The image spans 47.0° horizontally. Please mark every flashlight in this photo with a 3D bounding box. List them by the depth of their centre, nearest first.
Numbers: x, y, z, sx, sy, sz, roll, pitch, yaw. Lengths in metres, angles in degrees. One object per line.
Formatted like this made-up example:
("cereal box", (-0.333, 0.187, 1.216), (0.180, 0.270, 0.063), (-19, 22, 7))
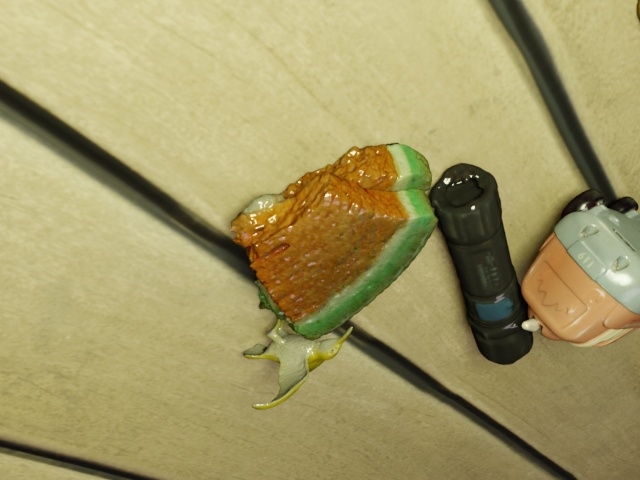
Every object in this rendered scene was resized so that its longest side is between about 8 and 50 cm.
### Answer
("flashlight", (0.240, 0.049, 1.076), (0.103, 0.103, 0.424), (-28, 138, 2))

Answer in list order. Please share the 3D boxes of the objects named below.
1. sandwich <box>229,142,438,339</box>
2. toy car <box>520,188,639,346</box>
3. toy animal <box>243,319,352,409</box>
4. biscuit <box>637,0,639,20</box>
("sandwich", (0.013, -0.002, 0.879), (0.292, 0.109, 0.212), (-33, 140, 8))
("toy car", (0.415, 0.063, 1.090), (0.271, 0.180, 0.212), (2, 135, -47))
("toy animal", (-0.033, 0.144, 1.011), (0.155, 0.095, 0.219), (-47, 174, 22))
("biscuit", (0.506, -0.281, 0.897), (0.302, 0.049, 0.197), (4, 129, -30))
